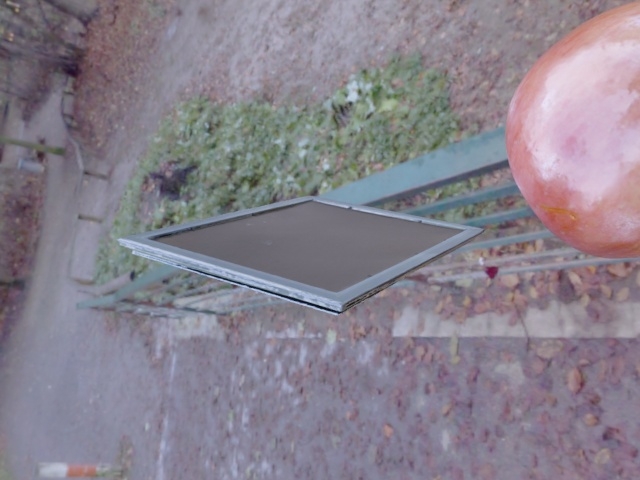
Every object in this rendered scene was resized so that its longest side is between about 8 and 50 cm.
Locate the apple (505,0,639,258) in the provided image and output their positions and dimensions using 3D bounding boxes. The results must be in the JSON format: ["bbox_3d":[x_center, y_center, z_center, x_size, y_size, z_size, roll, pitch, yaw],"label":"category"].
[{"bbox_3d":[0.461,-0.164,0.900,0.364,0.363,0.364,-30,54,53],"label":"apple"}]

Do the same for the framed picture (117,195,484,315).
[{"bbox_3d":[0.000,0.000,0.373,0.141,0.183,0.011,13,108,31],"label":"framed picture"}]
